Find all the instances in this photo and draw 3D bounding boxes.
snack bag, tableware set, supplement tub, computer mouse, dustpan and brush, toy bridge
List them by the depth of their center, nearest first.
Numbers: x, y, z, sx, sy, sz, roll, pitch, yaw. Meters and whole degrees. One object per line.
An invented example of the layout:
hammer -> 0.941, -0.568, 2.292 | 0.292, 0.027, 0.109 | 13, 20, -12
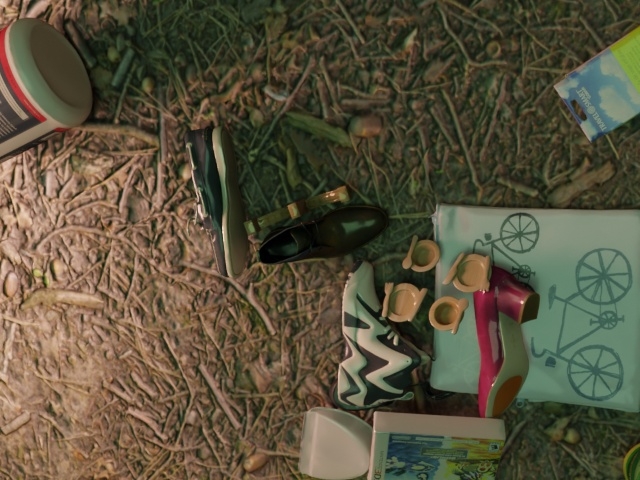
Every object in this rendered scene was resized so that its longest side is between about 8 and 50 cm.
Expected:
tableware set -> 0.177, 0.070, 1.370 | 0.168, 0.020, 0.141 | 15, 73, 35
snack bag -> 0.340, 0.106, 1.406 | 0.342, 0.037, 0.323 | 2, 99, 13
toy bridge -> -0.036, -0.052, 1.458 | 0.188, 0.063, 0.026 | -19, 96, 16
supplement tub -> -0.538, -0.232, 1.481 | 0.272, 0.191, 0.191 | -22, 95, 17
computer mouse -> 0.133, 0.241, 1.495 | 0.242, 0.041, 0.071 | -8, 92, 10
dustpan and brush -> 0.075, 0.360, 1.523 | 0.211, 0.060, 0.147 | 15, 119, 15

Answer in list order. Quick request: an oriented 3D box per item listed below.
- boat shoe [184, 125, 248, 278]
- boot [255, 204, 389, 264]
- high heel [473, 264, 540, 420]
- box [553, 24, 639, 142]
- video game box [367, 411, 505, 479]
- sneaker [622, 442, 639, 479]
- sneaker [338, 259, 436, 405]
boat shoe -> -0.177, -0.061, 1.476 | 0.079, 0.095, 0.255 | -6, 98, 14
boot -> 0.000, 0.000, 1.437 | 0.219, 0.106, 0.082 | -16, 97, 17
high heel -> 0.263, 0.161, 1.392 | 0.117, 0.082, 0.244 | 34, 129, 46
box -> 0.447, -0.237, 1.309 | 0.178, 0.042, 0.109 | -34, 91, 18
video game box -> 0.181, 0.353, 1.435 | 0.205, 0.048, 0.187 | 3, 134, 2
sneaker -> 0.597, 0.310, 1.341 | 0.295, 0.123, 0.109 | -40, 89, 17
sneaker -> 0.112, 0.152, 1.441 | 0.153, 0.094, 0.235 | 3, 80, 7
